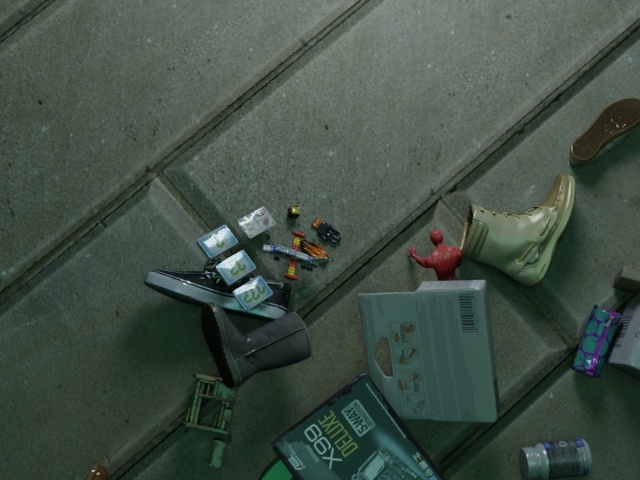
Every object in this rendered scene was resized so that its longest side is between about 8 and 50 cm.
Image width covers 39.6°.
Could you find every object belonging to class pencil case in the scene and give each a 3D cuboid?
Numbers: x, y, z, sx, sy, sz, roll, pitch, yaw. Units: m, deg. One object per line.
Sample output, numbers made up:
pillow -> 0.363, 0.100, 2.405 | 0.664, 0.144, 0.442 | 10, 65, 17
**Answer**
pencil case -> 0.598, 0.220, 1.923 | 0.064, 0.070, 0.152 | 21, 84, -1

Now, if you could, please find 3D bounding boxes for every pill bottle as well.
pill bottle -> 0.498, 0.466, 1.886 | 0.137, 0.078, 0.078 | -5, 84, -5

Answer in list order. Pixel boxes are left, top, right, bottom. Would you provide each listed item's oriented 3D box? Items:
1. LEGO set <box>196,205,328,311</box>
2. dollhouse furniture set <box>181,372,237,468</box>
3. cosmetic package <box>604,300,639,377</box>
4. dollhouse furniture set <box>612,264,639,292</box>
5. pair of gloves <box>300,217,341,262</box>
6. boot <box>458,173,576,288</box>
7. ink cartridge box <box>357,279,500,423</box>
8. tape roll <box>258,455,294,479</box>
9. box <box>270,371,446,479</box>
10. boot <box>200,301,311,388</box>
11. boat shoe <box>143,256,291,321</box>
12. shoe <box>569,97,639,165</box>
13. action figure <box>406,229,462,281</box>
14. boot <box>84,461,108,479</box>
LEGO set -> -0.109, 0.014, 1.859 | 0.244, 0.060, 0.182 | -31, 80, -33
dollhouse furniture set -> -0.234, 0.369, 1.808 | 0.101, 0.161, 0.182 | 12, 82, -2
cosmetic package -> 0.736, 0.233, 1.889 | 0.183, 0.151, 0.151 | 24, 84, -1
dollhouse furniture set -> 0.730, 0.055, 1.927 | 0.151, 0.144, 0.123 | 14, 78, 13
pair of gloves -> 0.000, 0.000, 1.939 | 0.074, 0.010, 0.083 | 33, 80, 2
boot -> 0.426, -0.051, 1.932 | 0.203, 0.095, 0.262 | 23, 87, 0
ink cartridge box -> 0.228, 0.233, 1.856 | 0.261, 0.066, 0.296 | -3, 105, 21
tape roll -> 0.011, 0.577, 1.845 | 0.321, 0.077, 0.321 | 0, 84, -3
box -> 0.084, 0.459, 1.786 | 0.242, 0.076, 0.307 | -36, 87, -7
boot -> -0.124, 0.184, 1.781 | 0.208, 0.076, 0.190 | -22, 99, -34
boat shoe -> -0.211, 0.091, 1.866 | 0.306, 0.113, 0.105 | 14, 77, -5
shoe -> 0.638, -0.241, 1.987 | 0.219, 0.058, 0.076 | -37, 67, -10
action figure -> 0.267, 0.100, 1.915 | 0.091, 0.139, 0.280 | -18, 107, -8
boot -> -0.399, 0.604, 1.797 | 0.220, 0.109, 0.284 | 11, 85, -1
